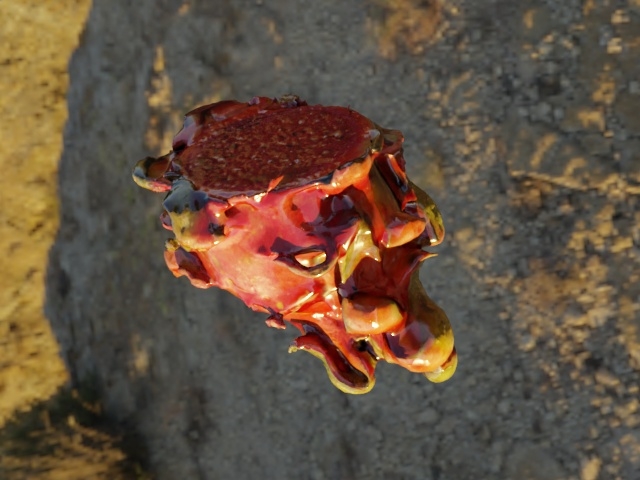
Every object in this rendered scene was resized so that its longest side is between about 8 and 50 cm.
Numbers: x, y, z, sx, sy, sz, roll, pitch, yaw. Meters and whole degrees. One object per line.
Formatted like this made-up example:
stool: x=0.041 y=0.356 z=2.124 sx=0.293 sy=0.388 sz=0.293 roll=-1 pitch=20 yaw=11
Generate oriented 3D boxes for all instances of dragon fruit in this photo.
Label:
dragon fruit: x=0.000 y=0.000 z=0.679 sx=0.207 sy=0.133 sz=0.150 roll=47 pitch=156 yaw=1
